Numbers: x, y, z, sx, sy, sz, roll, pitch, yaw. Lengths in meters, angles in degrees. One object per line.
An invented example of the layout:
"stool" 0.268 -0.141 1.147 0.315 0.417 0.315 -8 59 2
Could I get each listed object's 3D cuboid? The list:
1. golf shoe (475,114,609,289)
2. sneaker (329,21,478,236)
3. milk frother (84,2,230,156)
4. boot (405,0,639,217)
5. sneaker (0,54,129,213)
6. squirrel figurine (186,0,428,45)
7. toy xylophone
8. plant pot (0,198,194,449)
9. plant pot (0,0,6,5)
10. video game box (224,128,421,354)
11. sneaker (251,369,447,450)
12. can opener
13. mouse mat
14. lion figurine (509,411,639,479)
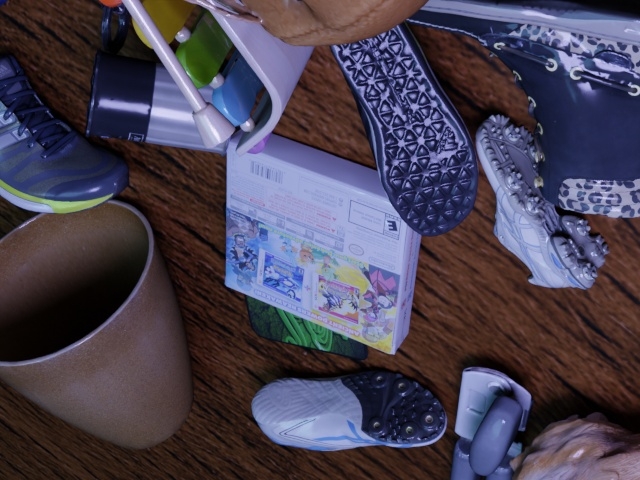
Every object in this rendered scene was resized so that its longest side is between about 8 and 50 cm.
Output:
"golf shoe" 0.173 -0.025 1.030 0.086 0.069 0.176 -17 111 49
"sneaker" 0.072 -0.120 1.013 0.084 0.097 0.235 -20 108 6
"milk frother" -0.151 -0.164 1.128 0.134 0.129 0.143 8 104 -14
"boot" 0.169 -0.118 0.934 0.236 0.085 0.179 13 126 21
"sneaker" -0.339 -0.129 1.277 0.300 0.111 0.121 26 131 13
"squirrel figurine" -0.020 -0.327 0.740 0.370 0.281 0.397 53 125 8
"toy xylophone" -0.118 -0.209 0.970 0.081 0.236 0.323 -18 114 32
"plant pot" -0.250 0.121 1.353 0.237 0.237 0.254 8 142 30
"plant pot" -0.375 -0.308 1.073 0.212 0.236 0.236 -21 110 36
"video game box" 0.000 0.000 1.175 0.205 0.048 0.187 22 129 21
"sneaker" 0.036 0.194 1.301 0.237 0.085 0.086 -1 149 32
"can opener" 0.167 0.240 1.235 0.074 0.093 0.280 21 138 21
"mouse mat" -0.026 0.045 1.268 0.152 0.007 0.190 10 129 29
"lion figurine" 0.372 0.297 1.082 0.392 0.142 0.240 47 123 4
